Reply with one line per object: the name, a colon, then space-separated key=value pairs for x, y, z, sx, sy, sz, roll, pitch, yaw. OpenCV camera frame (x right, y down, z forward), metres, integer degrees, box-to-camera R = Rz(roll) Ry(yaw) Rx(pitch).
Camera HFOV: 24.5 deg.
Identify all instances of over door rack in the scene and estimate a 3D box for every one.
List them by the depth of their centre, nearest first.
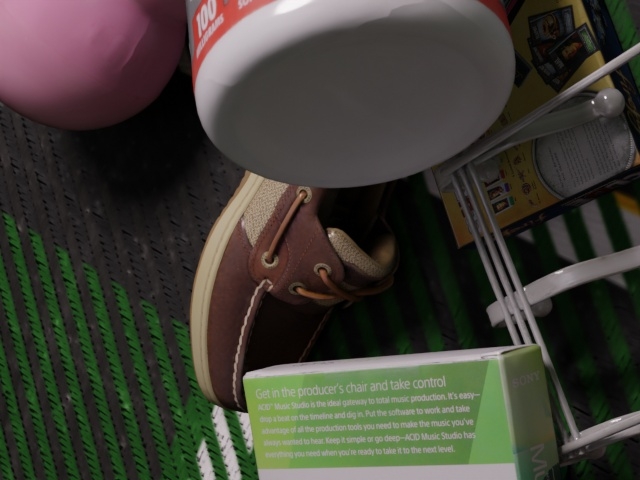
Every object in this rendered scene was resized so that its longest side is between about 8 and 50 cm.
over door rack: x=0.225 y=-0.007 z=0.941 sx=0.324 sy=0.108 sz=0.239 roll=-38 pitch=68 yaw=52

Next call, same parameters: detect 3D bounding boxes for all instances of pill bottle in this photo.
pill bottle: x=0.003 y=-0.237 z=1.028 sx=0.210 sy=0.210 sz=0.363 roll=-29 pitch=55 yaw=32

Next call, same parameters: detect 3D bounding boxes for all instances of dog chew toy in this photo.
dog chew toy: x=-0.160 y=-0.250 z=1.250 sx=0.332 sy=0.206 sz=0.206 roll=-44 pitch=64 yaw=18

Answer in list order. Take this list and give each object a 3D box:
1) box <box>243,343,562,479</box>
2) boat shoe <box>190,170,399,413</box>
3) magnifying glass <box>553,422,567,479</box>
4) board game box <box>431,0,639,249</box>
box: x=0.070 y=0.239 z=1.032 sx=0.232 sy=0.058 sz=0.322 roll=-8 pitch=92 yaw=40
boat shoe: x=0.000 y=0.000 z=1.156 sx=0.123 sy=0.123 sz=0.342 roll=32 pitch=109 yaw=35
magnifying glass: x=0.086 y=0.161 z=1.158 sx=0.231 sy=0.026 sz=0.092 roll=4 pitch=92 yaw=37
board game box: x=0.141 y=-0.135 z=1.114 sx=0.165 sy=0.042 sz=0.243 roll=-26 pitch=74 yaw=33
